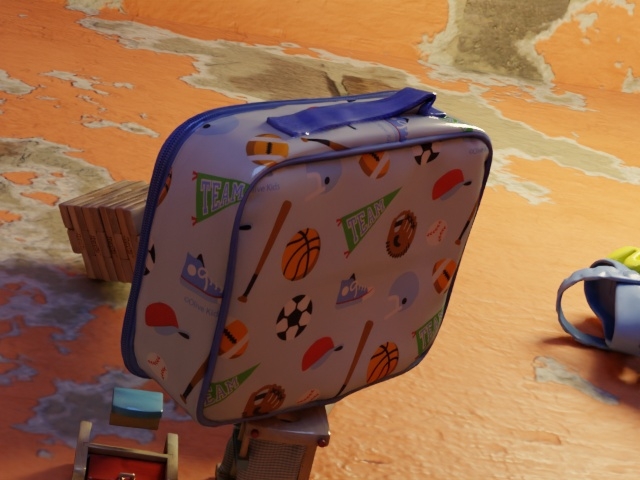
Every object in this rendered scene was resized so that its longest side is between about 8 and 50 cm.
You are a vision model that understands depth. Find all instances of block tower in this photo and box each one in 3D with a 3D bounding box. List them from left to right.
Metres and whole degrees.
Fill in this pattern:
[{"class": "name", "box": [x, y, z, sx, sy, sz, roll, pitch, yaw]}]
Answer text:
[{"class": "block tower", "box": [-0.140, -0.007, 1.288, 0.097, 0.091, 0.335, -26, 19, -35]}]

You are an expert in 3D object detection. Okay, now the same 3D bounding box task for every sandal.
[{"class": "sandal", "box": [0.380, 0.105, 1.407, 0.138, 0.126, 0.317, -5, 19, -28]}]

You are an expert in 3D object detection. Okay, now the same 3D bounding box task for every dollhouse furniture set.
[{"class": "dollhouse furniture set", "box": [-0.100, 0.165, 0.993, 0.184, 0.129, 0.129, 9, 22, -10]}]

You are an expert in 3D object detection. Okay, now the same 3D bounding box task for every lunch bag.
[{"class": "lunch bag", "box": [0.000, 0.000, 0.948, 0.115, 0.243, 0.303, 29, 28, 35]}]

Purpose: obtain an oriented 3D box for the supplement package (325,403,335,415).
[{"class": "supplement package", "box": [-0.015, 0.092, 1.248, 0.105, 0.105, 0.179, 16, 22, 11]}]
